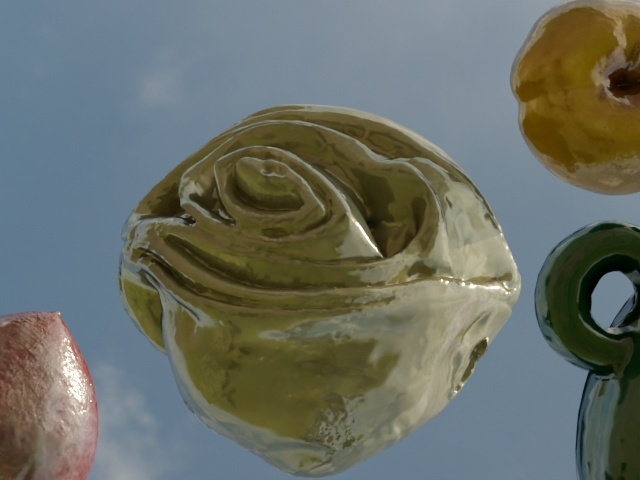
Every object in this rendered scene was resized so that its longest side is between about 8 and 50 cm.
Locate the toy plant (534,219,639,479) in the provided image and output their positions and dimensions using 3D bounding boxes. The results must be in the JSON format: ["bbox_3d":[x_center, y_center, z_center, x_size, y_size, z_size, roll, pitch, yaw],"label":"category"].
[{"bbox_3d":[0.150,0.072,0.434,0.243,0.112,0.233,14,-91,-15],"label":"toy plant"}]

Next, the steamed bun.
[{"bbox_3d":[0.007,0.007,1.384,0.324,0.219,0.310,-26,-121,-29],"label":"steamed bun"}]

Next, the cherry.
[{"bbox_3d":[-0.187,0.142,0.899,0.090,0.107,0.225,8,-107,41],"label":"cherry"}]

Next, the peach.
[{"bbox_3d":[0.246,-0.126,1.444,0.103,0.179,0.179,147,-53,-66],"label":"peach"}]
